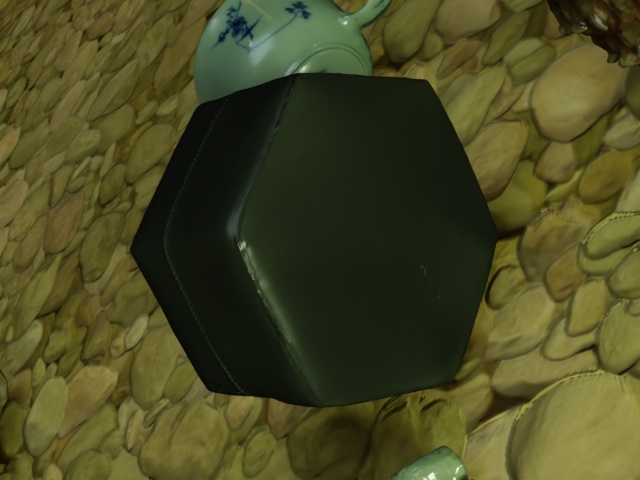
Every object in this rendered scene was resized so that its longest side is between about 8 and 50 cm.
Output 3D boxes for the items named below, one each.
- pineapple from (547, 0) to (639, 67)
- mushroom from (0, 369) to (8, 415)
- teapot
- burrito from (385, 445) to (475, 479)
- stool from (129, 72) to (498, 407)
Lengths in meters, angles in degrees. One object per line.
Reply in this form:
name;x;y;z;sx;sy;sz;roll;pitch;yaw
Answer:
pineapple;0.255;-0.149;0.592;0.202;0.202;0.362;-47;46;9
mushroom;-0.390;0.280;1.042;0.154;0.137;0.407;-49;28;29
teapot;-0.014;-0.145;0.959;0.232;0.159;0.159;-59;31;8
burrito;0.048;0.176;0.665;0.118;0.044;0.074;-56;28;4
stool;0.000;0.000;0.736;0.141;0.232;0.232;-5;56;52
